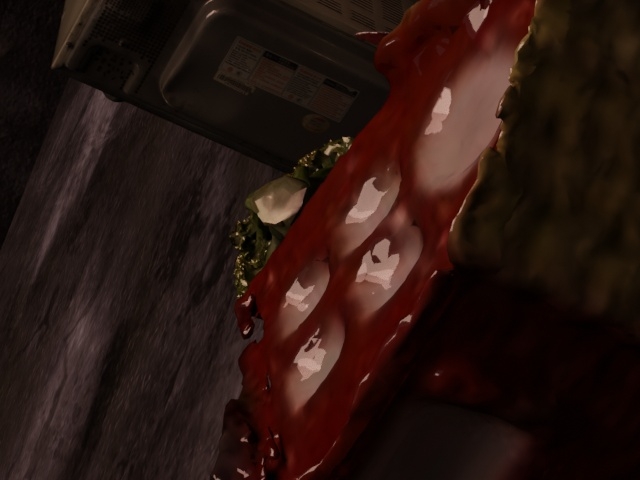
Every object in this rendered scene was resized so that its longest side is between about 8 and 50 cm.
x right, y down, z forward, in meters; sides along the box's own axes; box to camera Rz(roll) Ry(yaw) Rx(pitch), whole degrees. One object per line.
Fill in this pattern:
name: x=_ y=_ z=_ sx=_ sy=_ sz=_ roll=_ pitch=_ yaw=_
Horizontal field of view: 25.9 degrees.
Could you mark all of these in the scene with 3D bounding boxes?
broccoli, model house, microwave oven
broccoli: x=0.000 y=0.000 z=0.885 sx=0.131 sy=0.120 sz=0.130 roll=-28 pitch=54 yaw=10
model house: x=0.102 y=0.005 z=0.510 sx=0.254 sy=0.196 sz=0.160 roll=-58 pitch=20 yaw=21
microwave oven: x=-0.053 y=-0.156 z=1.007 sx=0.145 sy=0.240 sz=0.194 roll=-52 pitch=25 yaw=34

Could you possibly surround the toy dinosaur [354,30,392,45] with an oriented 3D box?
toy dinosaur: x=0.107 y=-0.065 z=0.637 sx=0.032 sy=0.220 sz=0.108 roll=-18 pitch=-60 yaw=-60
